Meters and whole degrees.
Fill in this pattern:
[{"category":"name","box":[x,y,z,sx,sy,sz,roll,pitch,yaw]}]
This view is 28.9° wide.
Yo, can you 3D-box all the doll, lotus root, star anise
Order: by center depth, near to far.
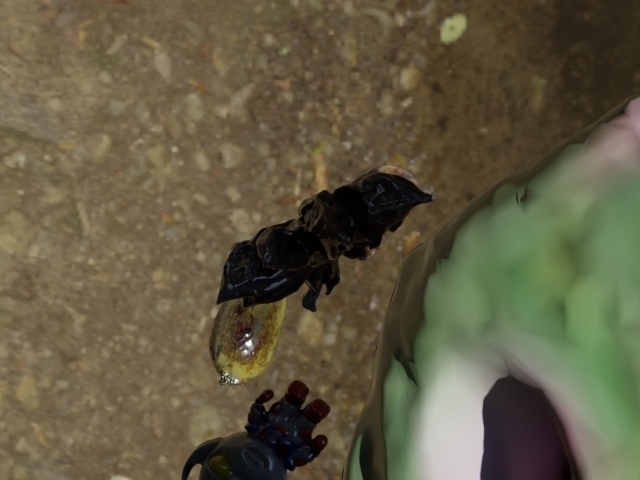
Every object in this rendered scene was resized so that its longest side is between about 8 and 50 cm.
[{"category":"star anise","box":[0.000,0.001,1.139,0.230,0.262,0.081,-33,82,-14]},{"category":"doll","box":[-0.064,0.217,1.188,0.104,0.062,0.195,36,110,-9]},{"category":"lotus root","box":[-0.094,0.109,1.625,0.089,0.080,0.179,26,66,-18]}]

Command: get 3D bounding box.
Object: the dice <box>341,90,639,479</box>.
[{"category":"dice","box":[0.224,0.096,0.417,0.318,0.322,0.330,-2,69,-42]}]
